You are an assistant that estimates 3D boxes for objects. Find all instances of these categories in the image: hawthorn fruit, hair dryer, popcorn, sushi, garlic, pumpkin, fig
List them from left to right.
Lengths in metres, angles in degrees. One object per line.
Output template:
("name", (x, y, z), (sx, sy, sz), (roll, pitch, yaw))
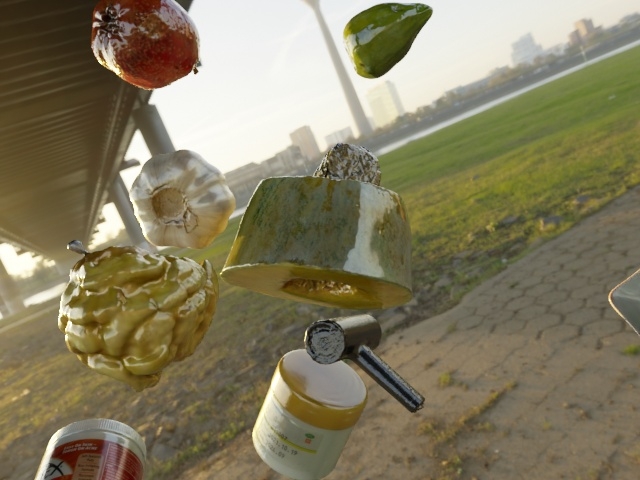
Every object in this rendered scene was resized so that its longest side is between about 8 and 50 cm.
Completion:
("popcorn", (-0.182, 0.075, 0.534), (0.164, 0.140, 0.194), (18, -8, -31))
("hawthorn fruit", (-0.355, -0.423, 1.113), (0.205, 0.205, 0.253), (-19, -12, 26))
("garlic", (-0.250, -0.090, 1.028), (0.199, 0.199, 0.226), (-21, 10, 14))
("pumpkin", (0.000, 0.000, 0.919), (0.333, 0.198, 0.332), (4, -17, 1))
("sushi", (0.074, -0.137, 1.511), (0.170, 0.211, 0.349), (122, 161, -51))
("hair dryer", (0.107, 0.252, 1.046), (0.089, 0.251, 0.197), (-55, -25, 15))
("fig", (0.158, -0.521, 1.319), (0.234, 0.167, 0.167), (-23, 5, 45))

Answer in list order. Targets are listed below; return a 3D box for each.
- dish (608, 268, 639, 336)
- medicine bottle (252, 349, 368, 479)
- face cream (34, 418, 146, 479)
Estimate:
("dish", (0.485, 0.054, 0.629), (0.212, 0.077, 0.151), (-60, 21, 28))
("medicine bottle", (-0.029, 0.435, 1.305), (0.238, 0.231, 0.238), (20, 17, -6))
("face cream", (-0.455, 0.489, 1.010), (0.201, 0.201, 0.187), (-23, 29, 2))
